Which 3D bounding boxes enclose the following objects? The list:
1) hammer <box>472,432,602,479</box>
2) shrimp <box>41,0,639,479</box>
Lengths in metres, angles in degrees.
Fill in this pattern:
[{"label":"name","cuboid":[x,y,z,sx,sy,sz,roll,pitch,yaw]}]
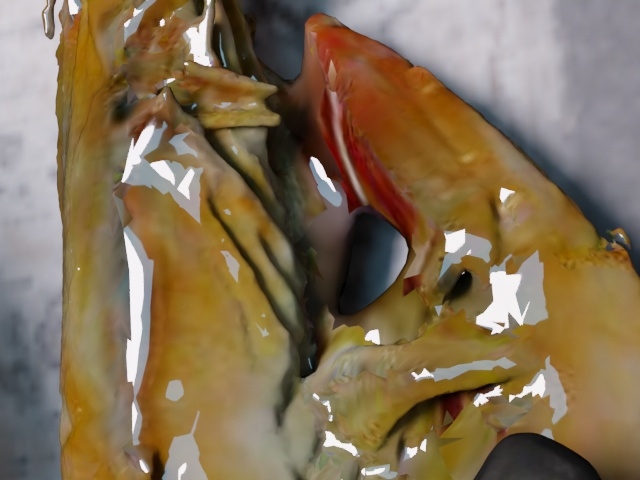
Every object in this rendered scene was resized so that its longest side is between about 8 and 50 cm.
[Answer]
[{"label":"hammer","cuboid":[0.012,0.264,0.367,0.168,0.044,0.440,29,99,10]},{"label":"shrimp","cuboid":[0.000,0.000,0.420,0.152,0.063,0.287,-15,78,23]}]
